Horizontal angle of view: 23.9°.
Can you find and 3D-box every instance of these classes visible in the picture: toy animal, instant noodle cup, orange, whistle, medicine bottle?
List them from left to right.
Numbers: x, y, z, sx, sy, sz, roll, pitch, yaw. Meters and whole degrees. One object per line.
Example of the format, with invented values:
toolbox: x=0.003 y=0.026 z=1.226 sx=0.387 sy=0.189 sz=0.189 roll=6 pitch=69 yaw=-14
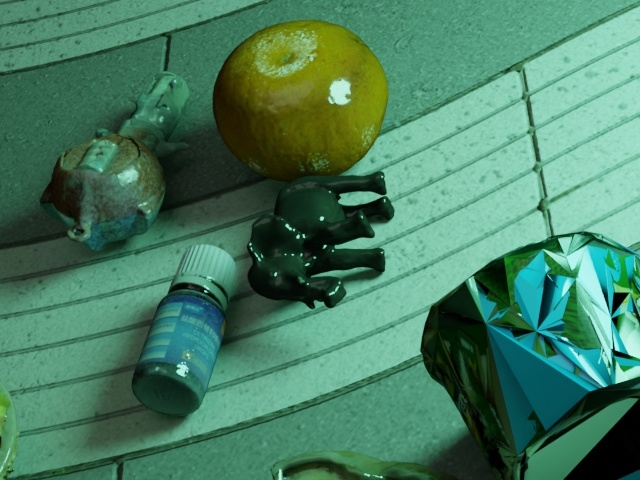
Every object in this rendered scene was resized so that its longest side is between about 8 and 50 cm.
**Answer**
whistle: x=-0.248 y=-0.105 z=1.943 sx=0.142 sy=0.133 sz=0.346 roll=-13 pitch=33 yaw=28
medicine bottle: x=-0.149 y=0.097 z=1.702 sx=0.084 sy=0.083 sz=0.203 roll=-7 pitch=43 yaw=21
orange: x=-0.025 y=-0.164 z=1.849 sx=0.224 sy=0.170 sz=0.224 roll=-11 pitch=42 yaw=10
toy animal: x=0.001 y=0.006 z=1.718 sx=0.146 sy=0.114 sz=0.245 roll=-5 pitch=22 yaw=13
instant noodle cup: x=0.225 y=0.134 z=1.377 sx=0.240 sy=0.240 sz=0.178 roll=-23 pitch=48 yaw=3

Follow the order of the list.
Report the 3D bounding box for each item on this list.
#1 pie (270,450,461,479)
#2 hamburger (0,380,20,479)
pie: x=0.033 y=0.338 z=1.311 sx=0.338 sy=0.075 sz=0.337 roll=-6 pitch=62 yaw=12
hamburger: x=-0.474 y=0.229 z=1.654 sx=0.300 sy=0.176 sz=0.300 roll=-15 pitch=42 yaw=14
